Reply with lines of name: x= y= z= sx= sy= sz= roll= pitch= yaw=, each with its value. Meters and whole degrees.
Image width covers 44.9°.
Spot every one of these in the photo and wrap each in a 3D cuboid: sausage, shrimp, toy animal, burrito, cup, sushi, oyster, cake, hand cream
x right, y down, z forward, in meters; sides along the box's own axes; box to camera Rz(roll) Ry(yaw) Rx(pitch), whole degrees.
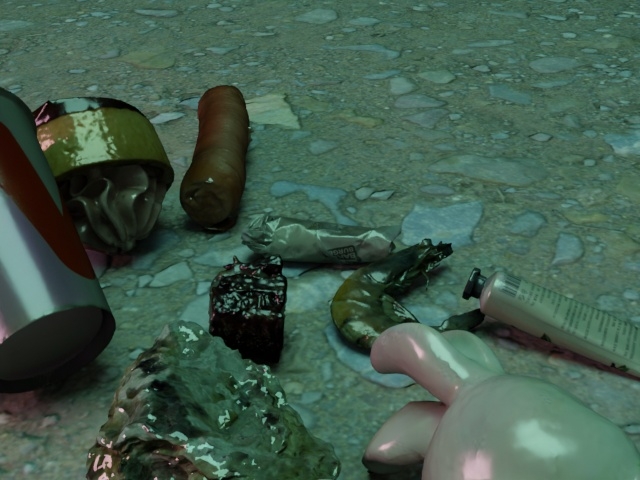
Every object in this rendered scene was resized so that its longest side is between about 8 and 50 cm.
sausage: x=-0.158 y=-0.147 z=1.214 sx=0.094 sy=0.094 sz=0.419 roll=24 pitch=25 yaw=-17
shrimp: x=0.112 y=0.065 z=0.887 sx=0.150 sy=0.051 sz=0.217 roll=28 pitch=44 yaw=30
toy animal: x=0.108 y=0.191 z=0.524 sx=0.247 sy=0.183 sz=0.310 roll=12 pitch=32 yaw=20
burrito: x=0.000 y=0.001 z=0.985 sx=0.203 sy=0.064 sz=0.064 roll=4 pitch=30 yaw=4
cup: x=-0.335 y=0.003 z=0.805 sx=0.203 sy=0.203 sz=0.288 roll=-20 pitch=60 yaw=-30
sushi: x=-0.076 y=0.076 z=0.812 sx=0.084 sy=0.098 sz=0.094 roll=-1 pitch=28 yaw=-2
oyster: x=-0.103 y=0.165 z=0.650 sx=0.267 sy=0.112 sz=0.198 roll=23 pitch=37 yaw=40
cake: x=-0.292 y=-0.062 z=1.002 sx=0.207 sy=0.185 sz=0.178 roll=0 pitch=63 yaw=-29
hand cream: x=0.267 y=0.089 z=0.826 sx=0.233 sy=0.050 sz=0.080 roll=23 pitch=37 yaw=13
